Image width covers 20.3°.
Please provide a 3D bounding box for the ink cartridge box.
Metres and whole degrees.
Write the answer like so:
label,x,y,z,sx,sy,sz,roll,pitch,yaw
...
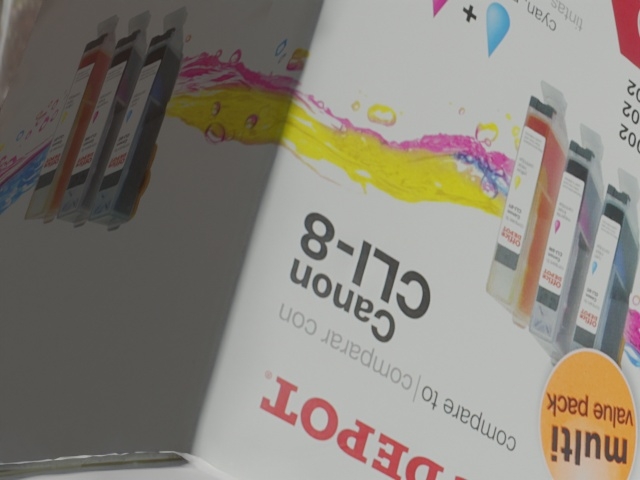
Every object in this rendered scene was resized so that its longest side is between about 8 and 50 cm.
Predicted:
label,x,y,z,sx,sy,sz,roll,pitch,yaw
ink cartridge box,0.000,0.000,0.425,0.128,0.127,0.176,32,63,-33
